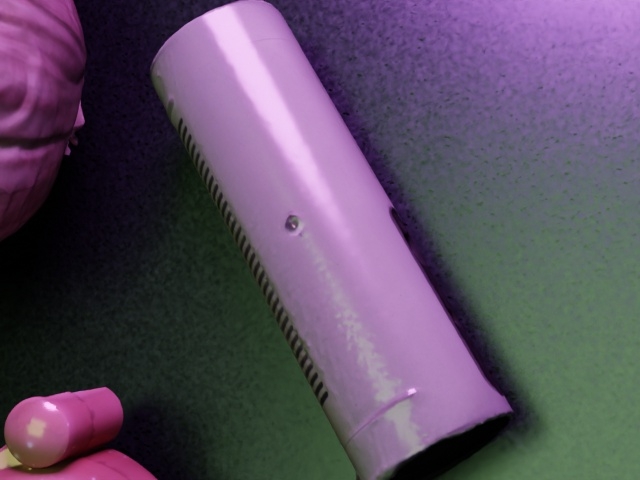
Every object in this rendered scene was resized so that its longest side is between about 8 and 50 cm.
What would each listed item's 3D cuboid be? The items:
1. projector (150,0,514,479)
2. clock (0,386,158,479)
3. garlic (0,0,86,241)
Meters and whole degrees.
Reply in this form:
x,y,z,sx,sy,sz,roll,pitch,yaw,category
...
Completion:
x,y,z,sx,sy,sz,roll,pitch,yaw,category
0.000,0.000,0.882,0.108,0.108,0.337,-34,69,12,projector
-0.173,0.251,0.890,0.227,0.142,0.241,-38,78,11,clock
-0.298,-0.108,0.949,0.317,0.259,0.317,-8,80,57,garlic
